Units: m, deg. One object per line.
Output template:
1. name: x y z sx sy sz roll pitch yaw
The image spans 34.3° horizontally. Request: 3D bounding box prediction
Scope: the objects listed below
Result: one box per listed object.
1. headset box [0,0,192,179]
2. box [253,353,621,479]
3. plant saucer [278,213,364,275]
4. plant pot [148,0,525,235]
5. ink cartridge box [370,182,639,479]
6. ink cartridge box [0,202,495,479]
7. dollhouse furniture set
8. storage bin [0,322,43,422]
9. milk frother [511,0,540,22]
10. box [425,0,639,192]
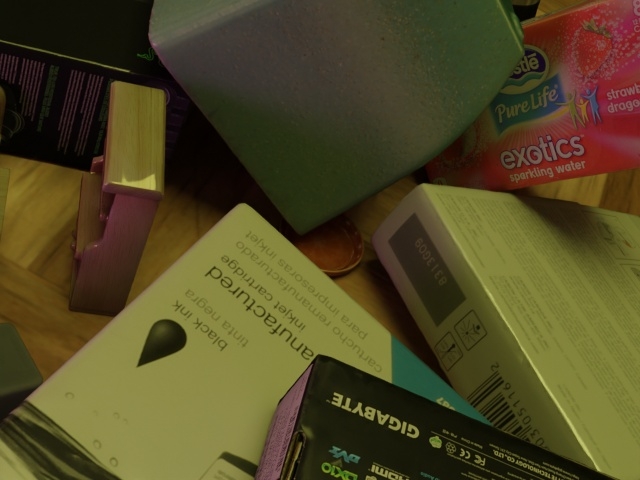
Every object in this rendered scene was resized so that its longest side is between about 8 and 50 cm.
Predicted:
1. headset box: -0.240 -0.201 0.949 0.283 0.131 0.246 12 47 -16
2. box: 0.084 0.240 0.513 0.295 0.073 0.293 24 51 -8
3. plant saucer: 0.000 0.000 0.966 0.083 0.013 0.083 13 46 -14
4. plant pot: 0.032 -0.203 0.909 0.248 0.252 0.247 52 25 -39
5. ink cartridge box: 0.262 0.098 0.979 0.385 0.091 0.308 5 47 -44
6. ink cartridge box: -0.079 0.207 0.613 0.285 0.166 0.395 42 46 1
7. dollhouse furniture set: -0.252 -0.043 0.780 0.242 0.161 0.212 9 48 -18
8. storage bin: -0.254 0.105 0.686 0.135 0.091 0.098 -11 55 -43
9. milk frother: 0.200 -0.308 1.245 0.129 0.135 0.143 25 41 17
10. box: 0.236 -0.145 0.986 0.142 0.300 0.154 -26 102 -39
